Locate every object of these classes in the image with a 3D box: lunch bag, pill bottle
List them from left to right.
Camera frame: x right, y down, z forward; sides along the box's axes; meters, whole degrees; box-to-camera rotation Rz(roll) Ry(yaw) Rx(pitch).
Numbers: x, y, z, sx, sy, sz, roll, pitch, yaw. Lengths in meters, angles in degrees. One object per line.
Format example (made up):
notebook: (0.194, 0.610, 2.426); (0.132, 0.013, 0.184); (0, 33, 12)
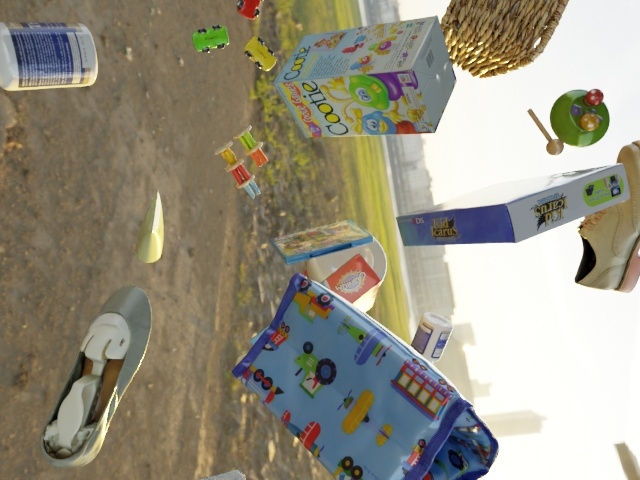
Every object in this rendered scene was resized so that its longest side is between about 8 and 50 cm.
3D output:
pill bottle: (-0.302, -0.192, 0.593); (0.067, 0.120, 0.067); (23, -59, 47)
pill bottle: (0.042, 0.150, 1.750); (0.407, 0.229, 0.229); (110, -20, -56)
lunch bag: (0.085, 0.176, 0.652); (0.221, 0.138, 0.293); (35, 3, 34)
pill bottle: (0.375, 0.357, 1.980); (0.112, 0.112, 0.186); (-66, 175, -75)

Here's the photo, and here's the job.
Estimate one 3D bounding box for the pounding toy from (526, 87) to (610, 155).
pounding toy: (0.768, -0.369, 1.696); (0.110, 0.237, 0.183); (107, -39, -82)

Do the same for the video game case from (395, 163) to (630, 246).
video game case: (0.297, -0.051, 0.921); (0.269, 0.244, 0.061); (-3, -77, 65)

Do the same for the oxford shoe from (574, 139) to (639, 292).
oxford shoe: (0.726, -0.050, 1.418); (0.140, 0.147, 0.397); (-75, 165, -71)

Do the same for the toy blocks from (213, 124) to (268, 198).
toy blocks: (-0.177, -0.189, 1.402); (0.123, 0.054, 0.148); (-47, 117, -30)

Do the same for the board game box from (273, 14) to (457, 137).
board game box: (0.082, -0.287, 1.035); (0.142, 0.275, 0.144); (57, 50, -43)

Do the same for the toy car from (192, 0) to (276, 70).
toy car: (-0.244, -0.567, 1.551); (0.053, 0.225, 0.239); (43, -33, 54)

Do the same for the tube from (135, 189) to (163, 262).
tube: (-0.371, -0.017, 1.258); (0.070, 0.062, 0.240); (51, -29, 6)

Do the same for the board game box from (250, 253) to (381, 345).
board game box: (-0.001, 0.155, 1.111); (0.064, 0.242, 0.316); (50, -7, 13)

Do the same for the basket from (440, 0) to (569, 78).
basket: (0.413, -0.502, 1.244); (0.299, 0.223, 0.213); (-63, 168, -8)

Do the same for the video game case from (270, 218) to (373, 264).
video game case: (0.000, 0.000, 1.059); (0.119, 0.166, 0.015); (-137, -144, -65)

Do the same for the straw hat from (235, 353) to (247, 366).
straw hat: (-0.214, 0.426, 1.968); (0.144, 0.144, 0.061); (-86, -159, -56)

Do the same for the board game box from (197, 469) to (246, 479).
board game box: (-0.264, 0.659, 1.028); (0.390, 0.050, 0.390); (1, 57, -40)

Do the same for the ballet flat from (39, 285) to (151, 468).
ballet flat: (-0.249, 0.148, 0.643); (0.068, 0.072, 0.213); (85, 20, -72)
